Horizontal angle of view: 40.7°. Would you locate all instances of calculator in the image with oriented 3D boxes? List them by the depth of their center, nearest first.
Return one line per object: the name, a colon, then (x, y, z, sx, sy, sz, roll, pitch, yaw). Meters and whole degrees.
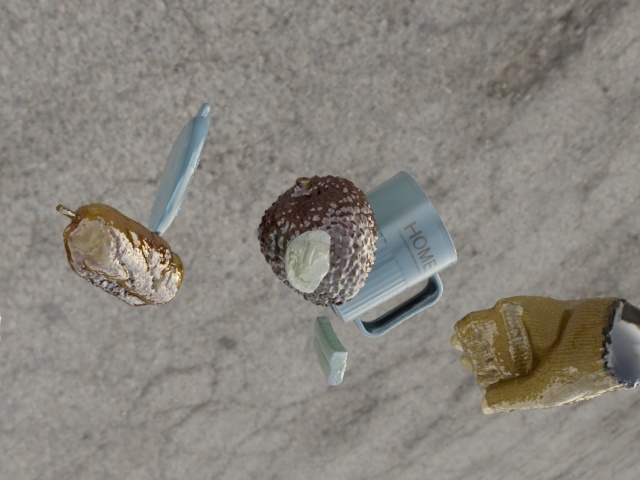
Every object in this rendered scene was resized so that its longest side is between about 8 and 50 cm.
calculator: (-0.278, -0.144, 1.715, 0.042, 0.302, 0.188, 21, 151, -18)

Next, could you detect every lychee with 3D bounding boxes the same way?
lychee: (0.000, 0.000, 1.677, 0.236, 0.236, 0.271, -24, 108, -15)

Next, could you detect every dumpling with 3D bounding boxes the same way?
dumpling: (-0.017, 0.027, 1.185, 0.057, 0.052, 0.076, 13, 120, -17)

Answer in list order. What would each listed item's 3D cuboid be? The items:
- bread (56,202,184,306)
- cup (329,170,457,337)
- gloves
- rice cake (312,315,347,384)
bread: (-0.308, 0.019, 1.343, 0.344, 0.084, 0.124, 53, 49, -64)
cup: (0.131, 0.037, 2.080, 0.311, 0.256, 0.331, -30, 149, -4)
gloves: (0.368, 0.188, 1.405, 0.356, 0.203, 0.155, -10, 152, 45)
rice cake: (0.015, 0.227, 1.785, 0.042, 0.222, 0.080, 6, 102, -11)
